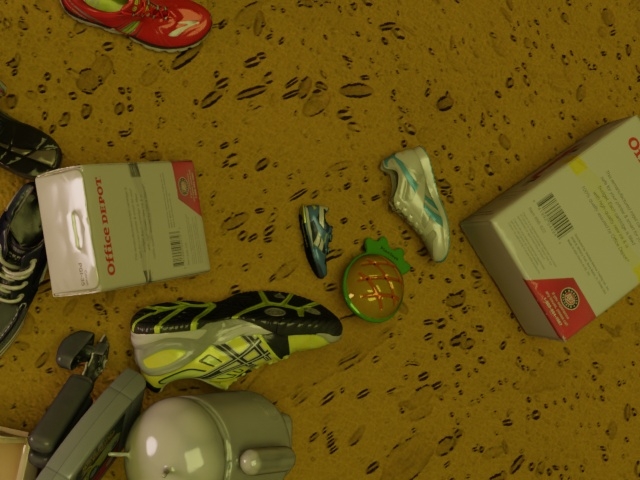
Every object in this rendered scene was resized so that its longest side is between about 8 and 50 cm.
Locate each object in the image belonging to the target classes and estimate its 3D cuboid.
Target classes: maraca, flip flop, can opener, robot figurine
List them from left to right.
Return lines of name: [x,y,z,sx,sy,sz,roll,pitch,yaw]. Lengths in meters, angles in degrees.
flip flop: [-0.564,-0.187,1.806,0.277,0.080,0.112,30,81,5]
can opener: [-0.434,0.257,1.763,0.095,0.283,0.076,16,126,6]
robot figurine: [-0.191,0.361,1.781,0.353,0.300,0.199,5,82,-56]
maraca: [0.107,0.073,1.978,0.127,0.099,0.185,36,54,-13]

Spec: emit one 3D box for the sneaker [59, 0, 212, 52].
sneaker: [-0.327,-0.409,1.865,0.279,0.118,0.107,9,86,-14]

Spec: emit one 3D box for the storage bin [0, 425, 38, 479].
storage bin: [-0.615,0.425,1.703,0.260,0.123,0.262,9,84,14]

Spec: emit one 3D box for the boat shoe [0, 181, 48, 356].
boat shoe: [-0.534,0.052,1.771,0.127,0.158,0.340,21,82,-13]

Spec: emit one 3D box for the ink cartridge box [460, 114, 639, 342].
ink cartridge box: [0.517,-0.025,2.054,0.385,0.160,0.279,-34,97,-14]

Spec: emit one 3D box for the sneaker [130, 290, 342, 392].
sneaker: [-0.150,0.185,1.899,0.385,0.145,0.147,-2,109,-13]

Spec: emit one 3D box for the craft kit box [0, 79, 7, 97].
craft kit box: [-0.698,-0.217,1.750,0.247,0.061,0.250,29,81,12]

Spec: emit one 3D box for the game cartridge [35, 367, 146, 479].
game cartridge: [-0.387,0.357,1.724,0.060,0.196,0.294,27,50,10]

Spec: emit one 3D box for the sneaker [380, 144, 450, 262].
sneaker: [0.185,-0.063,2.013,0.092,0.087,0.228,-17,85,-8]

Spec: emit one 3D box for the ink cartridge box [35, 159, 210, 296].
ink cartridge box: [-0.330,-0.026,1.771,0.283,0.117,0.207,-9,91,-57]

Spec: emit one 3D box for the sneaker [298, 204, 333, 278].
sneaker: [0.000,0.000,1.971,0.059,0.053,0.144,-10,91,-17]
